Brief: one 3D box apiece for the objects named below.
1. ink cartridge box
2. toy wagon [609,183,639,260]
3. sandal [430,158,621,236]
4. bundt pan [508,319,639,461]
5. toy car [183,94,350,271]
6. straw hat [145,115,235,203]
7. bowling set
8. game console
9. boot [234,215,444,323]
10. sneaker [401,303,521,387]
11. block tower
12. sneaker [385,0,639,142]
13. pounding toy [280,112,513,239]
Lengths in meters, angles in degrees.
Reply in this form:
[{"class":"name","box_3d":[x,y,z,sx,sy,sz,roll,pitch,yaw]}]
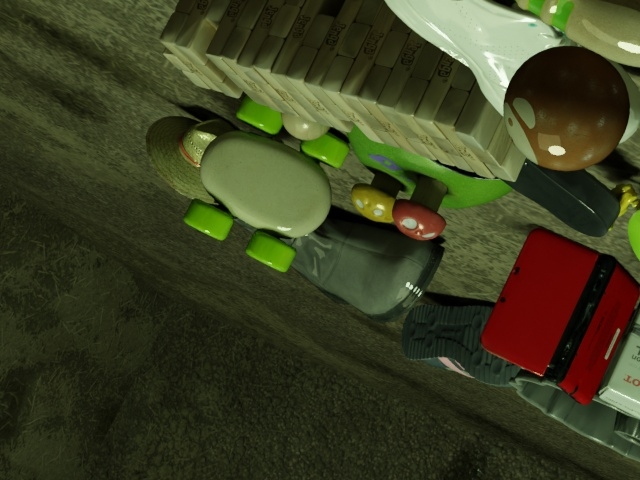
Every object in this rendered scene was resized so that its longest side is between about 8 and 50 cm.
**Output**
[{"class":"ink cartridge box","box_3d":[0.343,0.101,1.275,0.109,0.151,0.063,25,170,8]},{"class":"toy wagon","box_3d":[0.366,0.075,1.111,0.344,0.068,0.267,51,157,12]},{"class":"sandal","box_3d":[0.129,-0.079,1.117,0.254,0.054,0.097,36,169,10]},{"class":"bundt pan","box_3d":[0.404,0.188,1.634,0.330,0.124,0.331,27,170,5]},{"class":"toy car","box_3d":[-0.061,-0.062,1.518,0.149,0.155,0.188,27,179,-2]},{"class":"straw hat","box_3d":[-0.132,-0.115,1.629,0.144,0.144,0.061,30,131,-16]},{"class":"bowling set","box_3d":[0.094,-0.147,0.583,0.154,0.200,0.287,26,166,10]},{"class":"game console","box_3d":[0.253,0.080,1.419,0.085,0.144,0.124,18,167,42]},{"class":"boot","box_3d":[0.000,0.000,1.763,0.222,0.118,0.338,36,163,-19]},{"class":"sneaker","box_3d":[0.249,0.150,1.950,0.131,0.112,0.319,13,180,-29]},{"class":"block tower","box_3d":[0.024,-0.139,1.055,0.335,0.097,0.091,18,168,33]},{"class":"sneaker","box_3d":[0.140,-0.132,0.877,0.212,0.080,0.094,32,157,-19]},{"class":"pounding toy","box_3d":[0.060,-0.069,1.261,0.236,0.110,0.183,26,169,2]}]
